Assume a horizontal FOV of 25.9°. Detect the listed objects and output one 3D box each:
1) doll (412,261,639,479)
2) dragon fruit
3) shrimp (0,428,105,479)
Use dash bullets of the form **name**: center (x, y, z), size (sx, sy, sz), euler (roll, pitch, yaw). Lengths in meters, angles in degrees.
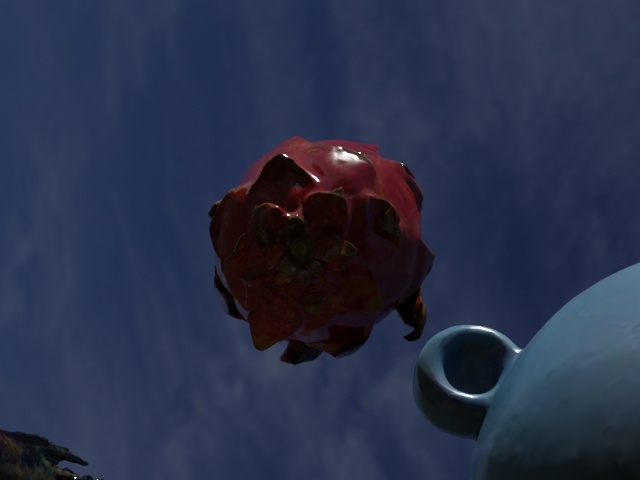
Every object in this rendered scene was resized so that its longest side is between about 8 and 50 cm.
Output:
- **doll**: center (0.166, 0.106, 0.397), size (0.314, 0.177, 0.141), euler (29, -33, 15)
- **dragon fruit**: center (0.000, 0.000, 0.818), size (0.133, 0.166, 0.136), euler (5, -63, 29)
- **shrimp**: center (-0.141, 0.101, 0.499), size (0.034, 0.161, 0.091), euler (34, -81, 35)
